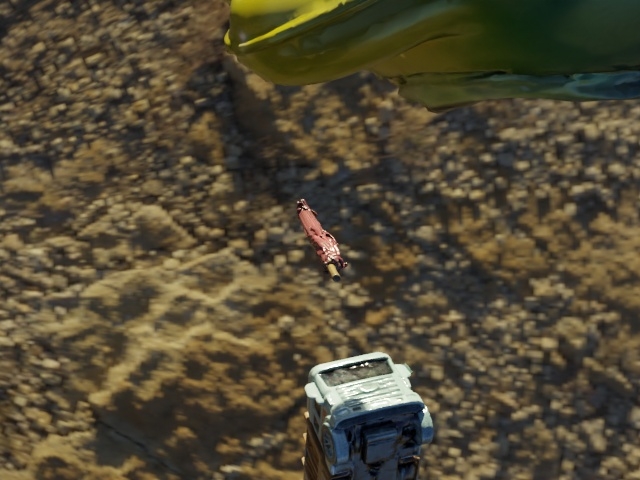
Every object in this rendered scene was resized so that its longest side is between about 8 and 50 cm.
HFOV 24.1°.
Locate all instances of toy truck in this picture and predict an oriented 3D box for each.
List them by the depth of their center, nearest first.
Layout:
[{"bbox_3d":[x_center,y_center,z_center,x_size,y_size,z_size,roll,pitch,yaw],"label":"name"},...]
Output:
[{"bbox_3d":[0.046,0.279,1.902,0.136,0.162,0.305,-11,131,-17],"label":"toy truck"}]

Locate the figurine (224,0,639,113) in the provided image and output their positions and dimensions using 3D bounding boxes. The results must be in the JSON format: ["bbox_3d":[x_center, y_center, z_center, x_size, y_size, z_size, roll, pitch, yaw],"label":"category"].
[{"bbox_3d":[0.115,-0.175,0.639,0.323,0.340,0.231,-48,119,-38],"label":"figurine"}]

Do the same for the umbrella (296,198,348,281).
[{"bbox_3d":[0.000,0.000,1.367,0.027,0.165,0.025,29,104,-23],"label":"umbrella"}]
